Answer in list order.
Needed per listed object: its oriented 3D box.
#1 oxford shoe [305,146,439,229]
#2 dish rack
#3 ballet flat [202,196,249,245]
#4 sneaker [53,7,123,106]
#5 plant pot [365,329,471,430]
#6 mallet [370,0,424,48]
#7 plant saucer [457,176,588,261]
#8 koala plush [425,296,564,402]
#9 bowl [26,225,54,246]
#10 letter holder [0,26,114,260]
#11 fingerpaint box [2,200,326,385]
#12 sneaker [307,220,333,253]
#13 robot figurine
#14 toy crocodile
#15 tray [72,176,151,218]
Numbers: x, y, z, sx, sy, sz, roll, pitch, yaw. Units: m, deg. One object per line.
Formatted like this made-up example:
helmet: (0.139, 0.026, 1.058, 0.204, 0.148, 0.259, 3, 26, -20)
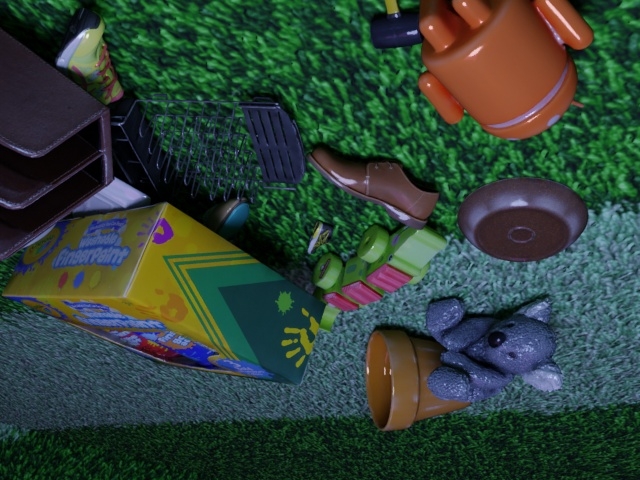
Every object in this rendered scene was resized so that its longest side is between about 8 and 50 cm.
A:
oxford shoe: (0.080, -0.096, 0.959, 0.212, 0.076, 0.076, 24, 113, -13)
dish rack: (-0.161, -0.127, 0.954, 0.272, 0.074, 0.208, 3, 150, 10)
ballet flat: (-0.183, -0.016, 1.127, 0.073, 0.080, 0.232, 44, 145, 13)
sneaker: (-0.310, -0.232, 0.873, 0.094, 0.081, 0.208, 20, 152, -21)
plant pot: (0.210, 0.288, 1.340, 0.188, 0.205, 0.205, 0, 146, -11)
mallet: (0.061, -0.296, 0.708, 0.062, 0.039, 0.189, -7, 136, 28)
plant saucer: (0.315, -0.020, 1.004, 0.199, 0.036, 0.198, 7, 144, 5)
koala plush: (0.338, 0.199, 1.185, 0.203, 0.196, 0.221, 25, 144, -36)
bowl: (-0.543, -0.111, 0.962, 0.298, 0.298, 0.134, 17, 122, -7)
letter holder: (-0.453, -0.148, 0.814, 0.302, 0.214, 0.152, 36, 145, 10)
fingerpaint box: (-0.283, 0.109, 1.139, 0.445, 0.163, 0.371, -4, 149, 43)
sneaker: (0.000, 0.000, 1.127, 0.035, 0.031, 0.083, 15, 144, -5)
robot figurine: (0.201, -0.200, 0.713, 0.219, 0.128, 0.158, 37, 95, -30)
toy crocodile: (0.085, 0.064, 1.127, 0.115, 0.105, 0.340, 31, 140, -24)
tray: (-0.371, -0.057, 1.089, 0.145, 0.030, 0.270, 31, 157, -10)
